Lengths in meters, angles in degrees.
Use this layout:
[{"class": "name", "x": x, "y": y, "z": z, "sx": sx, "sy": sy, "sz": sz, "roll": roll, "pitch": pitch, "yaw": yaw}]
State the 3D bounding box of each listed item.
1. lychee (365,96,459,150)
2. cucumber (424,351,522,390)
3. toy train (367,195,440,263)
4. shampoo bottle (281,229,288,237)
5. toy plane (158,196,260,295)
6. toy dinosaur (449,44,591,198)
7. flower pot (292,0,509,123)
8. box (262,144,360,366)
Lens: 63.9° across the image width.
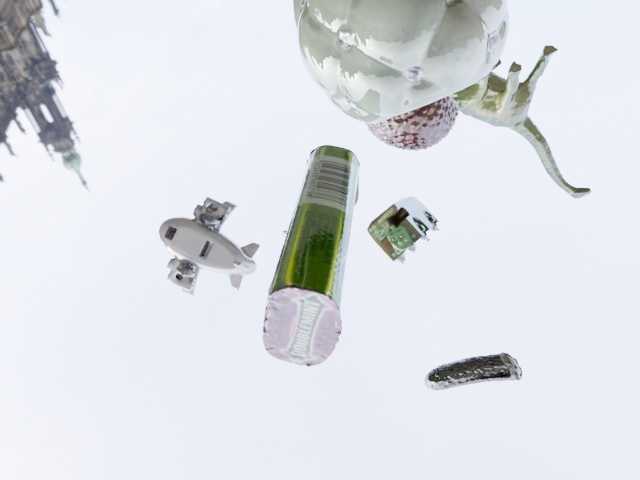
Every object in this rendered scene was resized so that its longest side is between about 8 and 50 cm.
[{"class": "lychee", "x": 0.238, "y": -0.361, "z": 1.380, "sx": 0.261, "sy": 0.260, "sz": 0.260, "roll": -5, "pitch": -136, "yaw": 5}, {"class": "cucumber", "x": 0.339, "y": 0.306, "z": 1.193, "sx": 0.245, "sy": 0.067, "sz": 0.067, "roll": -22, "pitch": -147, "yaw": 37}, {"class": "toy train", "x": 0.251, "y": -0.041, "z": 1.516, "sx": 0.159, "sy": 0.129, "sz": 0.326, "roll": 50, "pitch": -156, "yaw": 7}, {"class": "shampoo bottle", "x": -0.005, "y": -0.066, "z": 1.019, "sx": 0.065, "sy": 0.065, "sz": 0.204, "roll": 13, "pitch": -132, "yaw": 21}, {"class": "toy plane", "x": -0.262, "y": 0.019, "z": 1.212, "sx": 0.245, "sy": 0.244, "sz": 0.117, "roll": -16, "pitch": -172, "yaw": -7}, {"class": "toy dinosaur", "x": 0.304, "y": -0.224, "z": 0.936, "sx": 0.448, "sy": 0.300, "sz": 0.087, "roll": 17, "pitch": -115, "yaw": 15}, {"class": "flower pot", "x": 0.091, "y": -0.251, "z": 0.587, "sx": 0.246, "sy": 0.195, "sz": 0.246, "roll": -22, "pitch": -166, "yaw": 6}, {"class": "box", "x": 0.000, "y": 0.000, "z": 0.728, "sx": 0.097, "sy": 0.134, "sz": 0.345, "roll": 11, "pitch": -143, "yaw": 1}]
